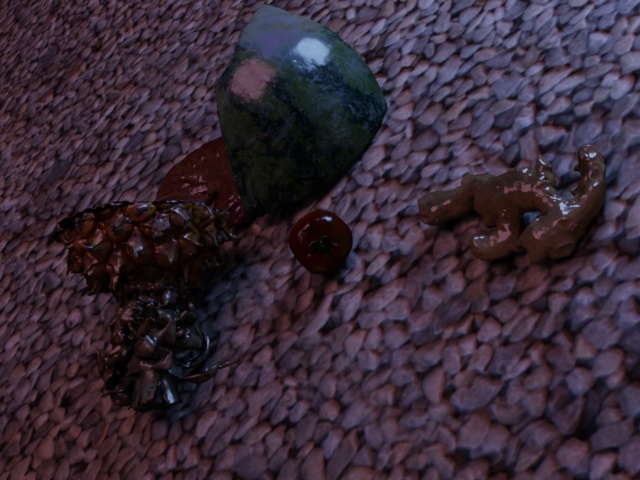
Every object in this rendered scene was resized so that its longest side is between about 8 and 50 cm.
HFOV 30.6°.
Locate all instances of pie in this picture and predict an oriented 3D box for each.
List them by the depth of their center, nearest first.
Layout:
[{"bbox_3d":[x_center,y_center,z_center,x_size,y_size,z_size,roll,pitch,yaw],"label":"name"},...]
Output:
[{"bbox_3d":[-0.176,-0.076,1.836,0.218,0.054,0.204,-31,40,17],"label":"pie"}]

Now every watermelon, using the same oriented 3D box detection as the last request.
[{"bbox_3d":[-0.045,-0.203,1.719,0.256,0.260,0.176,-26,24,-12],"label":"watermelon"}]

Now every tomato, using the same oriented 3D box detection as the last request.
[{"bbox_3d":[0.000,0.000,1.585,0.087,0.087,0.075,-44,10,2],"label":"tomato"}]

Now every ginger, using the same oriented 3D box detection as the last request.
[{"bbox_3d":[0.221,-0.034,1.427,0.258,0.065,0.149,-7,54,36],"label":"ginger"}]

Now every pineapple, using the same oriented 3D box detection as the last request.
[{"bbox_3d":[-0.238,0.107,1.638,0.262,0.262,0.272,-18,69,31],"label":"pineapple"}]
